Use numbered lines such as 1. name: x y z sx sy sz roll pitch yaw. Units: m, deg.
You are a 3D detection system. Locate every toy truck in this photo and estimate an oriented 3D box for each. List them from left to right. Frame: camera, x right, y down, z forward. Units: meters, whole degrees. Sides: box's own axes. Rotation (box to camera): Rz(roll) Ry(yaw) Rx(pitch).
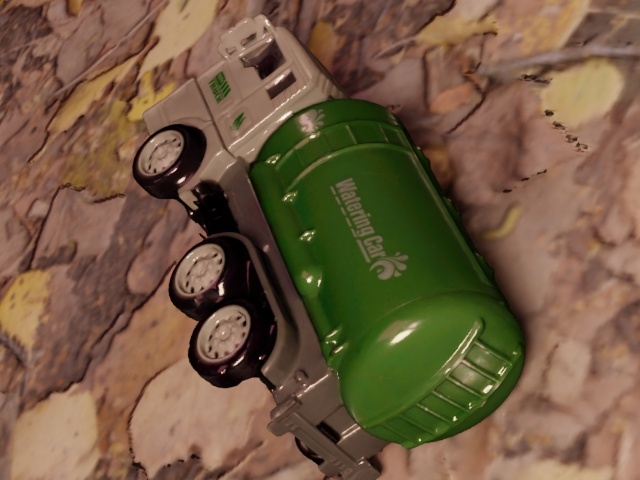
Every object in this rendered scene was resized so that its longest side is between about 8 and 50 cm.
1. toy truck: 0.000 0.000 0.661 0.125 0.101 0.242 -38 43 10
